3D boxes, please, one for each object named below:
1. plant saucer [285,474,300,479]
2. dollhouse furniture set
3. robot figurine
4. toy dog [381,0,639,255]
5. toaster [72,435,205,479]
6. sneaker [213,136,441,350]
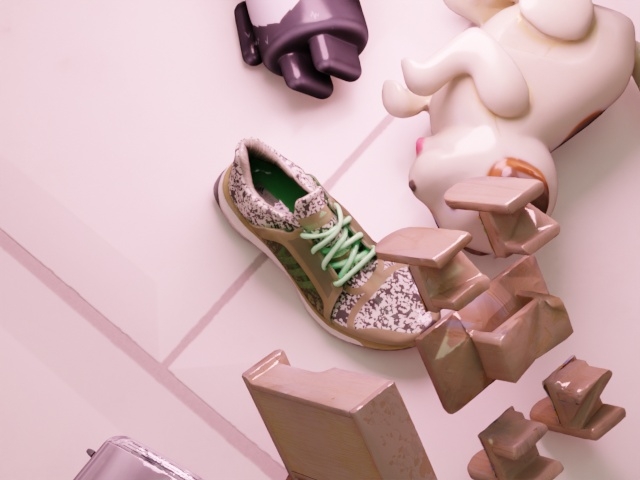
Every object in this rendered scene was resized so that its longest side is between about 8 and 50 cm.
[{"bbox_3d":[0.046,0.357,1.899,0.198,0.036,0.198,7,50,-8],"label":"plant saucer"},{"bbox_3d":[0.141,0.162,1.844,0.394,0.256,0.362,-34,112,-28],"label":"dollhouse furniture set"},{"bbox_3d":[-0.027,-0.359,2.134,0.209,0.173,0.278,-13,70,-5],"label":"robot figurine"},{"bbox_3d":[0.272,-0.175,2.029,0.395,0.284,0.408,30,72,-17],"label":"toy dog"},{"bbox_3d":[-0.240,0.368,1.902,0.227,0.129,0.146,27,71,14],"label":"toaster"},{"bbox_3d":[0.000,0.000,1.996,0.410,0.182,0.158,40,76,15],"label":"sneaker"}]
